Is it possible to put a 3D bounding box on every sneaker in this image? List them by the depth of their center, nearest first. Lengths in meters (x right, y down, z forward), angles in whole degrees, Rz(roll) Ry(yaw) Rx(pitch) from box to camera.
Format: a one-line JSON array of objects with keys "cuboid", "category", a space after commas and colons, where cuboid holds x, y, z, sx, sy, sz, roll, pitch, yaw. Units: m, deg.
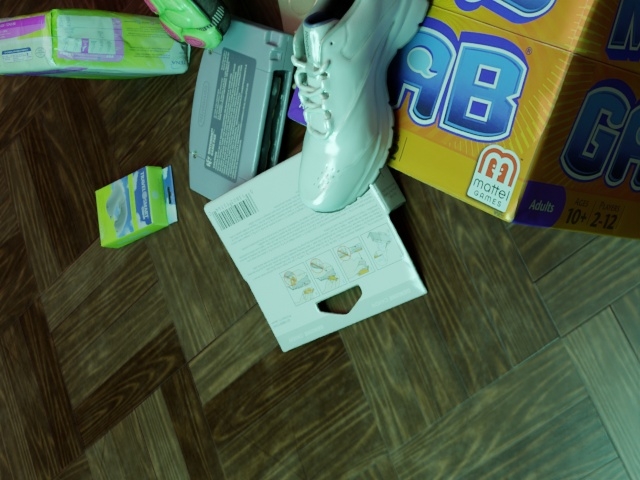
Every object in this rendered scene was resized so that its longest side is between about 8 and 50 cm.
[{"cuboid": [0.016, -0.175, 1.286, 0.111, 0.129, 0.297, 20, 102, 41], "category": "sneaker"}, {"cuboid": [-0.225, -0.502, 1.976, 0.202, 0.185, 0.483, -25, 52, 5], "category": "sneaker"}]

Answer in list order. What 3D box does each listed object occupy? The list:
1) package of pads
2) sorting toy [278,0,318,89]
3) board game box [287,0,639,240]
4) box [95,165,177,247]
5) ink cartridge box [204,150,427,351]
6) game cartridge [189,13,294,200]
[{"cuboid": [-0.397, -0.332, 2.084, 0.229, 0.296, 0.101, 2, 96, 43], "category": "package of pads"}, {"cuboid": [0.016, -0.356, 1.871, 0.193, 0.038, 0.208, -24, 65, 40], "category": "sorting toy"}, {"cuboid": [0.249, -0.231, 1.403, 0.356, 0.356, 0.356, 30, 107, 41], "category": "board game box"}, {"cuboid": [-0.329, -0.060, 2.170, 0.178, 0.042, 0.109, -21, 72, 42], "category": "box"}, {"cuboid": [0.000, 0.000, 1.817, 0.296, 0.066, 0.261, -25, 96, 36], "category": "ink cartridge box"}, {"cuboid": [-0.133, -0.204, 1.956, 0.198, 0.062, 0.297, 31, 116, 50], "category": "game cartridge"}]
